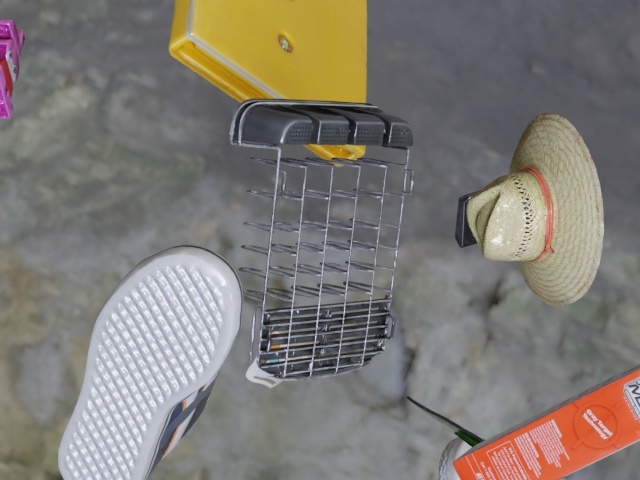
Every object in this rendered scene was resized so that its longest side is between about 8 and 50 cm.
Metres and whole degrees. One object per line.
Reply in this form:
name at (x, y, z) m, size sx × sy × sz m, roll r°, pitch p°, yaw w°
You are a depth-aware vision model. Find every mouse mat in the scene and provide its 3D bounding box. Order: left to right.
mouse mat at (0.177, 0.209, 1.500) m, size 0.190 × 0.007 × 0.152 m, roll 29°, pitch 173°, yaw 40°

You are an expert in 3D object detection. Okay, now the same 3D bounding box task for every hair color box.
hair color box at (0.163, 0.129, 1.054) m, size 0.043 × 0.141 × 0.072 m, roll 62°, pitch -164°, yaw 7°

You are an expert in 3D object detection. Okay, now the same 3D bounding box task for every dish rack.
dish rack at (0.000, 0.000, 1.575) m, size 0.208 × 0.271 × 0.074 m, roll -2°, pitch -168°, yaw -44°

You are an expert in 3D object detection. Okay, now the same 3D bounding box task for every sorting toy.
sorting toy at (-0.047, 0.145, 1.878) m, size 0.083 × 0.075 × 0.045 m, roll 23°, pitch -146°, yaw -42°

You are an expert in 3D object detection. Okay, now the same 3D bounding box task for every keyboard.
keyboard at (0.247, -0.038, 1.946) m, size 0.023 × 0.180 × 0.108 m, roll -123°, pitch 24°, yaw -46°

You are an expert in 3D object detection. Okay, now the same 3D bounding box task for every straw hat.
straw hat at (0.136, -0.016, 1.111) m, size 0.061 × 0.144 × 0.144 m, roll -6°, pitch 180°, yaw -19°

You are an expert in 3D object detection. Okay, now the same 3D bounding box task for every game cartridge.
game cartridge at (-0.054, -0.281, 1.891) m, size 0.053 × 0.323 × 0.285 m, roll -29°, pitch 134°, yaw 34°

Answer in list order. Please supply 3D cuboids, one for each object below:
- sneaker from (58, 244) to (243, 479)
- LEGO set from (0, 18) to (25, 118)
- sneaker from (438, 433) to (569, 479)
sneaker at (-0.153, 0.107, 1.524) m, size 0.126 × 0.321 × 0.127 m, roll 34°, pitch -145°, yaw 3°
LEGO set at (-0.279, -0.202, 1.159) m, size 0.087 × 0.093 × 0.227 m, roll 3°, pitch 142°, yaw 6°
sneaker at (0.319, 0.332, 1.875) m, size 0.366 × 0.137 × 0.210 m, roll 42°, pitch 137°, yaw -21°
